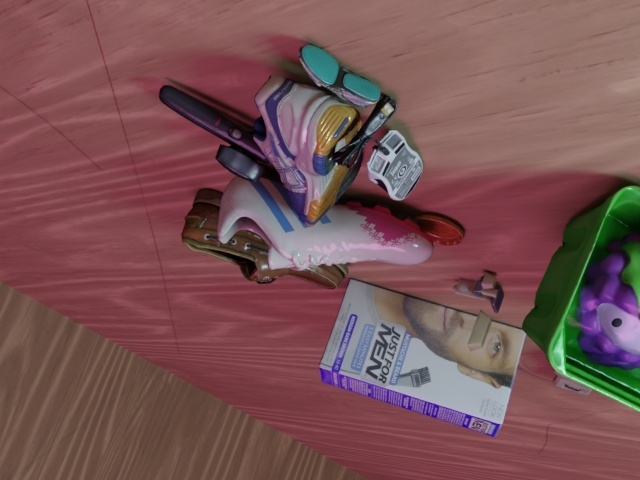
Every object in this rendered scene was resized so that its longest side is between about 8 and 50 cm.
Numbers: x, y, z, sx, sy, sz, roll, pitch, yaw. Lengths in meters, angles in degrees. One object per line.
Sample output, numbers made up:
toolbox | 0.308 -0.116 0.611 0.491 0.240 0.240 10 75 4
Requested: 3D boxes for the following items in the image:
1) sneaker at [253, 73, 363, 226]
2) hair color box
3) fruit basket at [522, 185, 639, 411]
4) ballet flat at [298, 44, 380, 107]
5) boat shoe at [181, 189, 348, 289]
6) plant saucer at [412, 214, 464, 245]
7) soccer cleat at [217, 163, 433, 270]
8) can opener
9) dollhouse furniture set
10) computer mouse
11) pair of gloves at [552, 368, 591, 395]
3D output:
sneaker | -0.022 -0.124 1.273 0.131 0.112 0.296 34 159 12
hair color box | 0.185 0.212 1.749 0.339 0.185 0.110 16 157 9
fruit basket | 0.477 0.096 1.150 0.392 0.282 0.392 25 176 2
ballet flat | 0.016 -0.189 1.131 0.114 0.041 0.041 28 157 -20
boat shoe | -0.100 0.028 1.668 0.307 0.104 0.111 26 158 -15
plant saucer | 0.176 -0.017 1.440 0.084 0.013 0.083 18 158 8
soccer cleat | 0.000 0.000 1.448 0.331 0.143 0.116 19 160 9
can opener | -0.144 -0.158 1.330 0.186 0.073 0.059 36 163 -14
dollhouse furniture set | 0.237 0.112 1.565 0.081 0.114 0.091 14 161 26
computer mouse | 0.078 -0.107 1.221 0.042 0.106 0.193 31 174 28
pair of gloves | 0.545 0.257 1.736 0.240 0.042 0.204 15 162 18
